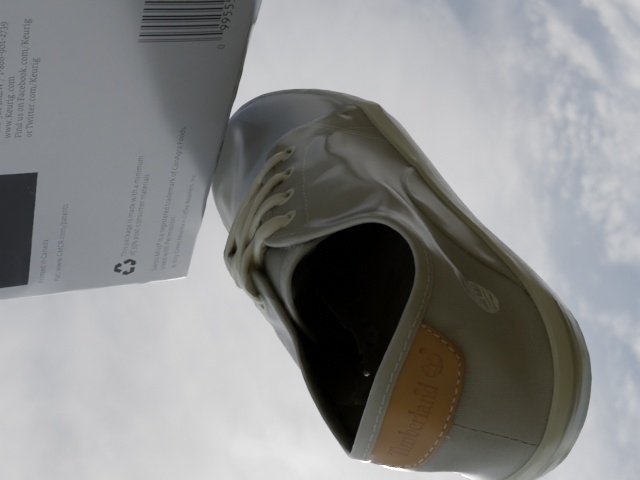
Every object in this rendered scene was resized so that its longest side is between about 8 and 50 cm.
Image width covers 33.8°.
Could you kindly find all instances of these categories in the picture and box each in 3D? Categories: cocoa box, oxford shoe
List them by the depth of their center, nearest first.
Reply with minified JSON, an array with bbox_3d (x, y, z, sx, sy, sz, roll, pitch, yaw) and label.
[{"bbox_3d":[0.000,0.000,0.697,0.130,0.169,0.449,6,-158,-28],"label":"oxford shoe"},{"bbox_3d":[-0.204,-0.153,0.770,0.231,0.347,0.228,-6,-131,-25],"label":"cocoa box"}]
